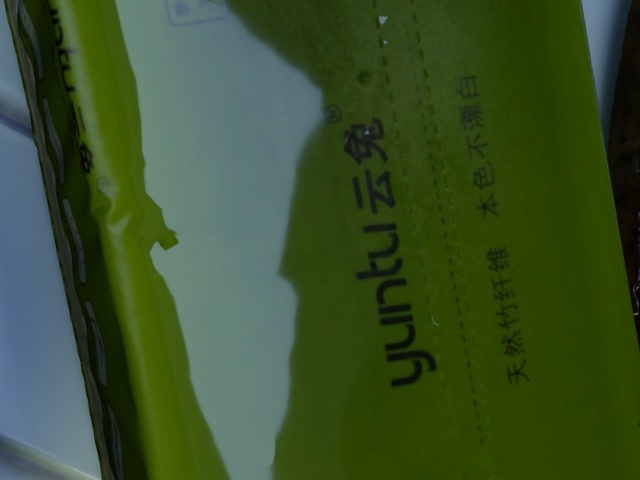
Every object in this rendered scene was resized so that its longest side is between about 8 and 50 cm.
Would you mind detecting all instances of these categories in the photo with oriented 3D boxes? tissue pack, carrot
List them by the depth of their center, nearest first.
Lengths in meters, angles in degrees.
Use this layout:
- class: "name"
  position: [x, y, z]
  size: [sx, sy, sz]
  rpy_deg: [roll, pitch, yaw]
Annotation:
- class: "tissue pack"
  position: [0.000, 0.000, 0.481]
  size: [0.200, 0.167, 0.275]
  rpy_deg: [-12, 94, -20]
- class: "carrot"
  position: [0.178, -0.025, 0.604]
  size: [0.070, 0.070, 0.260]
  rpy_deg: [7, 88, -21]
